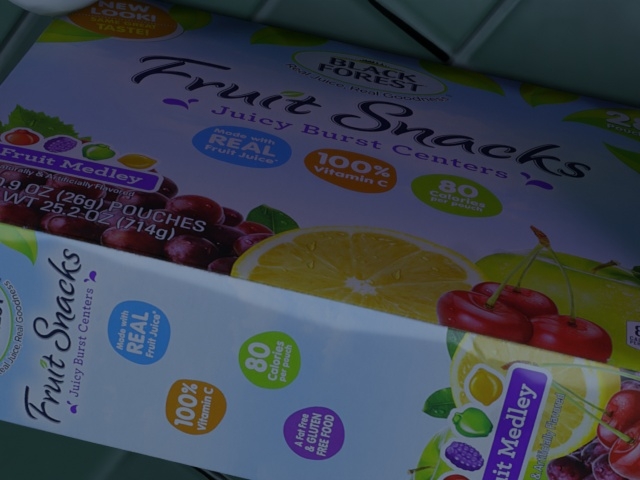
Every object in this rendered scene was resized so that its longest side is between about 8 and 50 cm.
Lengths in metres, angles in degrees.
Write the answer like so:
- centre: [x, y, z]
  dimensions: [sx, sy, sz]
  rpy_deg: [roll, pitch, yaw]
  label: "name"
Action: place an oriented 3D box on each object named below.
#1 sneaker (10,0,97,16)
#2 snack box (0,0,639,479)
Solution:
- centre: [-0.100, -0.208, 0.479]
  dimensions: [0.161, 0.102, 0.282]
  rpy_deg: [-24, 120, 37]
  label: "sneaker"
- centre: [0.000, 0.000, 0.528]
  dimensions: [0.207, 0.174, 0.070]
  rpy_deg: [14, 118, 2]
  label: "snack box"
